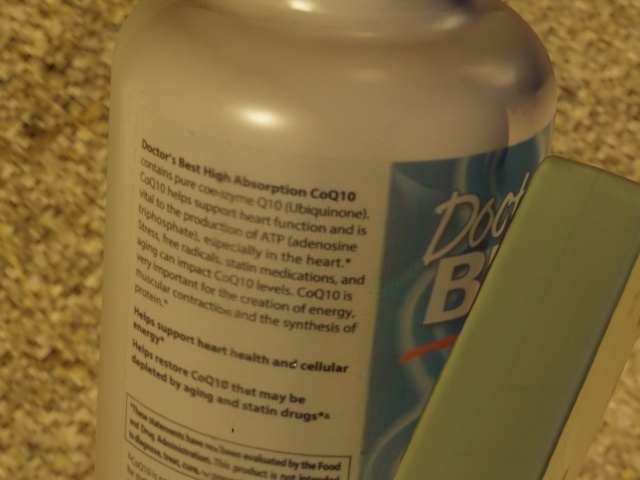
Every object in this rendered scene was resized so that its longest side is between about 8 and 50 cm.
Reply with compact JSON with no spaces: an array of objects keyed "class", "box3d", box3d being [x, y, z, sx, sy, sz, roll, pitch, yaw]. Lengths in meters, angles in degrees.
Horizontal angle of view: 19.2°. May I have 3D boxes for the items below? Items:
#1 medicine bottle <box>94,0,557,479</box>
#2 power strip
[{"class":"medicine bottle","box3d":[0.000,0.000,0.683,0.157,0.157,0.288,-11,119,-32]},{"class":"power strip","box3d":[0.050,0.098,0.566,0.215,0.061,0.145,-62,164,-20]}]
